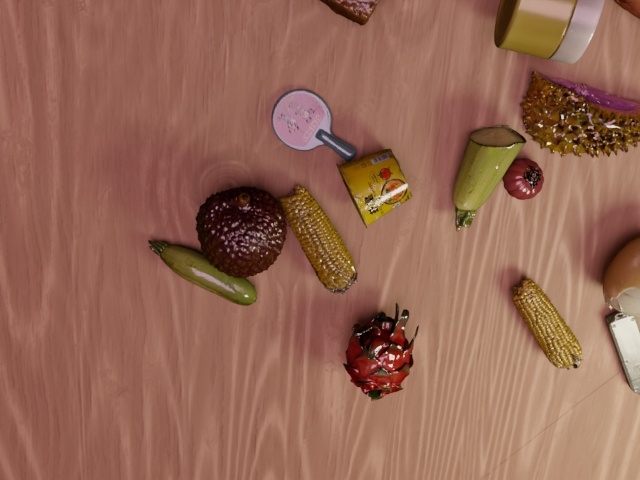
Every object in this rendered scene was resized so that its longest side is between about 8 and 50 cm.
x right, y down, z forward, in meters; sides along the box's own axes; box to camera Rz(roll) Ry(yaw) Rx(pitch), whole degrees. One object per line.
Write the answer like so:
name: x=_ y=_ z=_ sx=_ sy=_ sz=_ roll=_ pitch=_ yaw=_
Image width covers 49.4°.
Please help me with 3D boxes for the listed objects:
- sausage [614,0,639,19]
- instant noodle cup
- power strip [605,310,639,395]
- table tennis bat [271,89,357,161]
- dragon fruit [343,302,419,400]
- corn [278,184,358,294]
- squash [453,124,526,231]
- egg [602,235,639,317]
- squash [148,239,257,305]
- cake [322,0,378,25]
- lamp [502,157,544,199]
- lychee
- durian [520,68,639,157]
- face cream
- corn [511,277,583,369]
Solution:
sausage: x=0.877 y=-0.497 z=1.635 sx=0.418 sy=0.094 sz=0.094 roll=28 pitch=131 yaw=-7
instant noodle cup: x=0.142 y=-0.142 z=1.766 sx=0.144 sy=0.182 sz=0.182 roll=-25 pitch=106 yaw=2
power strip: x=0.867 y=0.307 z=1.942 sx=0.078 sy=0.052 sz=0.272 roll=-23 pitch=106 yaw=11
table tennis bat: x=-0.013 y=-0.284 z=1.792 sx=0.244 sy=0.040 sz=0.153 roll=35 pitch=107 yaw=-4
dragon fruit: x=0.164 y=0.303 z=1.910 sx=0.192 sy=0.193 sz=0.274 roll=13 pitch=81 yaw=-3
corn: x=0.000 y=0.000 z=1.854 sx=0.115 sy=0.115 sz=0.318 roll=-27 pitch=105 yaw=12
squash: x=0.391 y=-0.164 z=1.777 sx=0.137 sy=0.137 sz=0.288 roll=25 pitch=119 yaw=-6
egg: x=0.847 y=0.090 z=1.790 sx=0.201 sy=0.201 sz=0.245 roll=24 pitch=96 yaw=-5
squash: x=-0.324 y=0.085 z=1.909 sx=0.340 sy=0.094 sz=0.095 roll=30 pitch=108 yaw=-7
cake: x=0.096 y=-0.658 z=1.574 sx=0.196 sy=0.199 sz=0.293 roll=32 pitch=104 yaw=-3
lamp: x=0.516 y=-0.157 z=1.774 sx=0.107 sy=0.092 sz=0.108 roll=3 pitch=81 yaw=-18
lychee: x=-0.204 y=-0.018 z=1.799 sx=0.235 sy=0.236 sz=0.271 roll=11 pitch=129 yaw=-1
durian: x=0.650 y=-0.284 z=1.713 sx=0.341 sy=0.112 sz=0.191 roll=17 pitch=107 yaw=-5
face cream: x=0.513 y=-0.527 z=1.578 sx=0.179 sy=0.218 sz=0.218 roll=12 pitch=110 yaw=0
corn: x=0.615 y=0.231 z=1.905 sx=0.106 sy=0.106 sz=0.293 roll=-35 pitch=103 yaw=14
